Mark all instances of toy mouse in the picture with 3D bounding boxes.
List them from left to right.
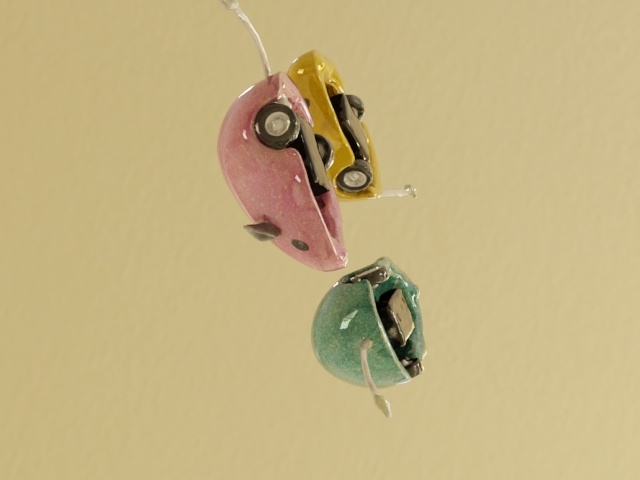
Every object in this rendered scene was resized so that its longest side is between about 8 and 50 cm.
[{"bbox_3d":[0.000,0.000,0.501,0.031,0.143,0.161,-19,142,14],"label":"toy mouse"}]
